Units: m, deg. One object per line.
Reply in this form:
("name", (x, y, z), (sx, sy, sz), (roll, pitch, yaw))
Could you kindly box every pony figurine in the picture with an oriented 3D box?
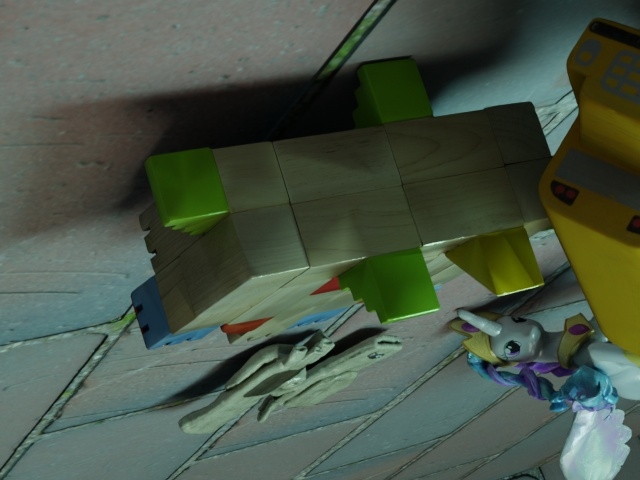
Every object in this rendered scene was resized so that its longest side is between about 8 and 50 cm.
("pony figurine", (0.385, 0.156, 2.026), (0.363, 0.303, 0.351), (-4, 154, 40))

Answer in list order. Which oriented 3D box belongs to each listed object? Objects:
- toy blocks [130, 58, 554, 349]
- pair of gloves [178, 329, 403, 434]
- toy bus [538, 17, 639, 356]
("toy blocks", (0.000, 0.000, 1.269), (0.381, 0.191, 0.261), (-11, 167, -32))
("pair of gloves", (-0.037, 0.162, 1.908), (0.204, 0.042, 0.240), (-37, 160, 31))
("toy bus", (0.243, -0.023, 1.163), (0.130, 0.108, 0.333), (-57, 151, -11))
